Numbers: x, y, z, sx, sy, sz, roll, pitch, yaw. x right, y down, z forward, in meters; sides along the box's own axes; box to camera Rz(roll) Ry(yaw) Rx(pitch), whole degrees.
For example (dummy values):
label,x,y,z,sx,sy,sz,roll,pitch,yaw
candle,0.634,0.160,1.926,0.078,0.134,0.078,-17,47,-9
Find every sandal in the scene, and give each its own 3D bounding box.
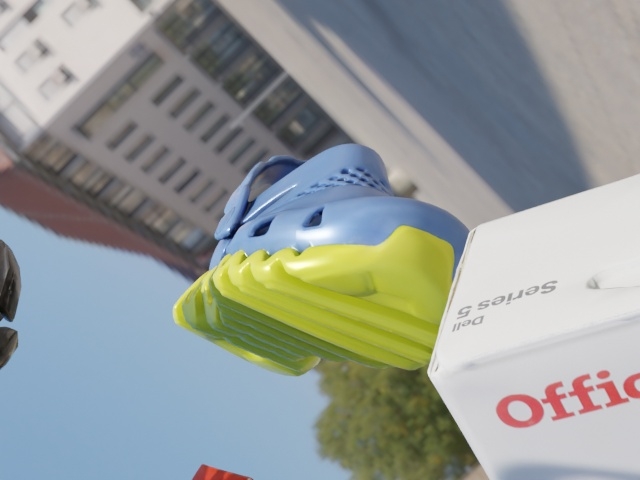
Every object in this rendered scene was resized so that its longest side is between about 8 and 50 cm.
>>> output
label,x,y,z,sx,sy,sz,roll,pitch,yaw
sandal,0.000,0.000,0.807,0.126,0.138,0.317,28,167,-18

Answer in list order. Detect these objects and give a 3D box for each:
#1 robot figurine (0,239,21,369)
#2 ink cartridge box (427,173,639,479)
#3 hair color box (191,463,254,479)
label,x,y,z,sx,sy,sz,roll,pitch,yaw
robot figurine,-0.280,0.084,0.693,0.211,0.291,0.085,4,139,28
ink cartridge box,0.196,0.099,0.570,0.273,0.198,0.115,59,-151,-23
hair color box,-0.016,0.199,0.697,0.167,0.093,0.053,43,159,-27
